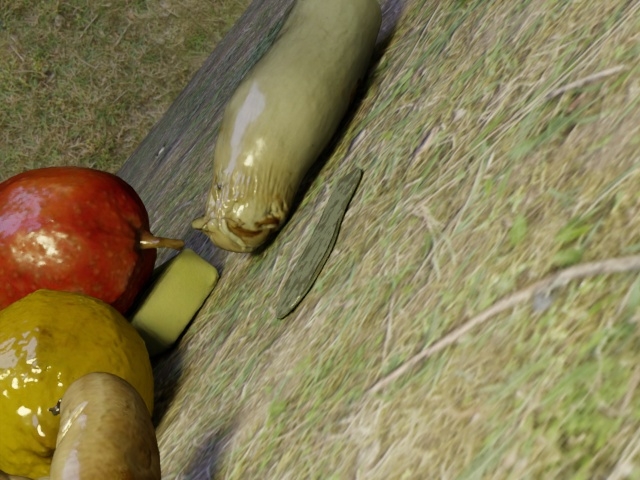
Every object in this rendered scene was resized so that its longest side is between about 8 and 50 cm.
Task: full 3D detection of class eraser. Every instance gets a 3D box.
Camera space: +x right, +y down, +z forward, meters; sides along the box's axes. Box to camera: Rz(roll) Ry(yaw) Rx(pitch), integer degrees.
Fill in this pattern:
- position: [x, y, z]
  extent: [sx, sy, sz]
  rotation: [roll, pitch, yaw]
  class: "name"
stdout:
- position: [-0.197, 0.083, 1.415]
  extent: [0.172, 0.058, 0.117]
  rotation: [-27, 28, 58]
  class: "eraser"

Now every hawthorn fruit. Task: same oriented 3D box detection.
- position: [-0.271, 0.009, 1.342]
  extent: [0.253, 0.205, 0.205]
  rotation: [-12, 30, 17]
  class: "hawthorn fruit"

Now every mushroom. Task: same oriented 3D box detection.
- position: [-0.037, -0.152, 1.370]
  extent: [0.177, 0.126, 0.397]
  rotation: [-51, 11, 44]
  class: "mushroom"
- position: [-0.185, 0.242, 0.861]
  extent: [0.151, 0.156, 0.286]
  rotation: [15, 80, 61]
  class: "mushroom"

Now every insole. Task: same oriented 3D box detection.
- position: [0.000, 0.000, 1.125]
  extent: [0.065, 0.006, 0.193]
  rotation: [-37, 20, 45]
  class: "insole"

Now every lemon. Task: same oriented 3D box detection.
- position: [-0.261, 0.149, 1.192]
  extent: [0.192, 0.192, 0.231]
  rotation: [-49, 22, 9]
  class: "lemon"
